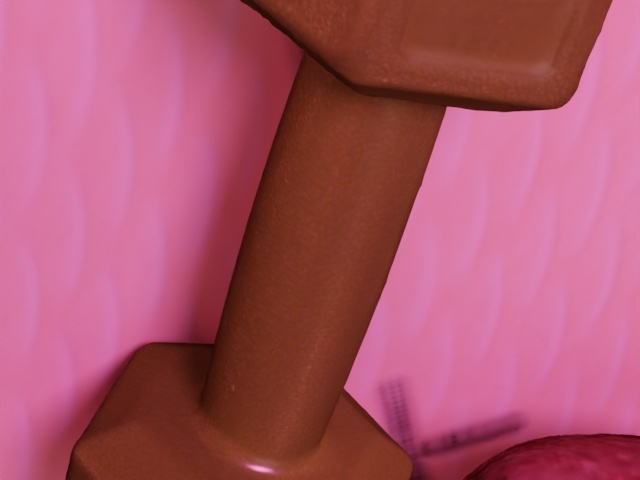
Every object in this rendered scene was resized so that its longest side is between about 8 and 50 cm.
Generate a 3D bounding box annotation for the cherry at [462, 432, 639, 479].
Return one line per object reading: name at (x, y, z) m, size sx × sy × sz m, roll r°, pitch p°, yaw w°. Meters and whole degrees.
cherry at (0.107, 0.160, 0.642) m, size 0.192 × 0.175 × 0.249 m, roll -15°, pitch 133°, yaw 14°

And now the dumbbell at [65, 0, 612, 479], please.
dumbbell at (0.000, 0.000, 0.521) m, size 0.121 × 0.108 × 0.302 m, roll 6°, pitch 126°, yaw -20°
